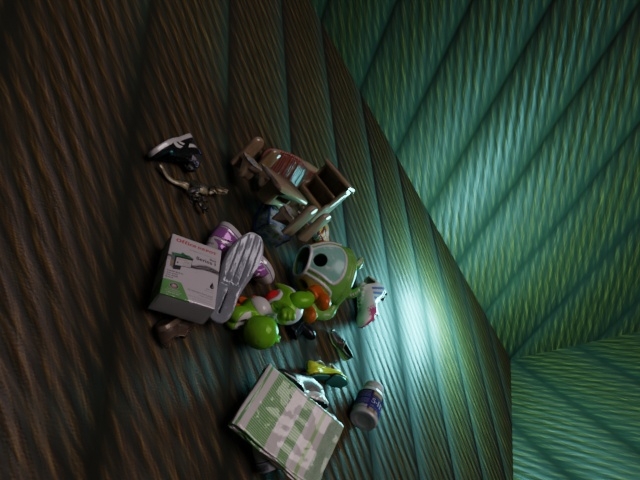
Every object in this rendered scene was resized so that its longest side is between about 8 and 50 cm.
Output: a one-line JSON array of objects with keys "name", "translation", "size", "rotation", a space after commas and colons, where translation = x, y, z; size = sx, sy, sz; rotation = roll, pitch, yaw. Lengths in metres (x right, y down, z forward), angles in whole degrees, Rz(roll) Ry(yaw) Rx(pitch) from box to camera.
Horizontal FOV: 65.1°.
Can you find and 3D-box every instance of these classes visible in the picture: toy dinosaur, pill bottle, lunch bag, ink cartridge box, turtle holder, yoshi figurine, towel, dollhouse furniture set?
[{"name": "toy dinosaur", "translation": [-0.410, -0.161, 1.640], "size": [0.268, 0.064, 0.118], "rotation": [19, 41, -51]}, {"name": "pill bottle", "translation": [0.195, 0.657, 2.018], "size": [0.112, 0.112, 0.187], "rotation": [59, 31, -15]}, {"name": "lunch bag", "translation": [-0.180, -0.072, 1.913], "size": [0.129, 0.096, 0.151], "rotation": [42, 37, -37]}, {"name": "ink cartridge box", "translation": [-0.376, 0.106, 1.413], "size": [0.160, 0.092, 0.219], "rotation": [22, 41, -25]}, {"name": "turtle holder", "translation": [0.000, 0.151, 1.967], "size": [0.227, 0.243, 0.320], "rotation": [27, 88, -29]}, {"name": "yoshi figurine", "translation": [-0.134, 0.266, 1.660], "size": [0.362, 0.203, 0.204], "rotation": [-8, 102, -40]}, {"name": "towel", "translation": [-0.091, 0.556, 1.502], "size": [0.325, 0.038, 0.248], "rotation": [42, 43, -7]}, {"name": "dollhouse furniture set", "translation": [-0.069, -0.209, 1.911], "size": [0.362, 0.256, 0.394], "rotation": [52, 12, 22]}]

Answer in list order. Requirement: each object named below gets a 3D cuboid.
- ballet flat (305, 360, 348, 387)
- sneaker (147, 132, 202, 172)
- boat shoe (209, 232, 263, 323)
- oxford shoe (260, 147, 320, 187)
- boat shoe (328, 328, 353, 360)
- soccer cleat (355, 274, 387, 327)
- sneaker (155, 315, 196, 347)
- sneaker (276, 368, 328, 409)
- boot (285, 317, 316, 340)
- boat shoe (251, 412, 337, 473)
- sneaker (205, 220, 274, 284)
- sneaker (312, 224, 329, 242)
[{"name": "ballet flat", "translation": [0.024, 0.498, 1.895], "size": [0.231, 0.077, 0.077], "rotation": [29, 31, -45]}, {"name": "sneaker", "translation": [-0.453, -0.268, 1.619], "size": [0.121, 0.079, 0.217], "rotation": [59, 29, -11]}, {"name": "boat shoe", "translation": [-0.273, 0.113, 1.549], "size": [0.109, 0.094, 0.302], "rotation": [30, 71, -15]}, {"name": "oxford shoe", "translation": [-0.118, -0.301, 2.177], "size": [0.397, 0.140, 0.146], "rotation": [27, 18, -42]}, {"name": "boat shoe", "translation": [0.086, 0.424, 2.058], "size": [0.152, 0.049, 0.056], "rotation": [59, 31, -14]}, {"name": "soccer cleat", "translation": [0.205, 0.279, 2.311], "size": [0.143, 0.116, 0.331], "rotation": [47, 30, -4]}, {"name": "sneaker", "translation": [-0.390, 0.237, 1.421], "size": [0.188, 0.066, 0.071], "rotation": [-27, 111, -55]}, {"name": "sneaker", "translation": [-0.077, 0.500, 1.719], "size": [0.271, 0.100, 0.108], "rotation": [45, 23, -39]}, {"name": "boot", "translation": [-0.075, 0.339, 1.862], "size": [0.121, 0.045, 0.099], "rotation": [57, 29, -4]}, {"name": "boat shoe", "translation": [-0.088, 0.592, 1.607], "size": [0.367, 0.136, 0.156], "rotation": [-9, 75, -50]}, {"name": "sneaker", "translation": [-0.279, 0.089, 1.667], "size": [0.282, 0.102, 0.161], "rotation": [47, 46, -25]}, {"name": "sneaker", "translation": [0.000, 0.000, 2.196], "size": [0.084, 0.069, 0.185], "rotation": [17, 50, -43]}]
